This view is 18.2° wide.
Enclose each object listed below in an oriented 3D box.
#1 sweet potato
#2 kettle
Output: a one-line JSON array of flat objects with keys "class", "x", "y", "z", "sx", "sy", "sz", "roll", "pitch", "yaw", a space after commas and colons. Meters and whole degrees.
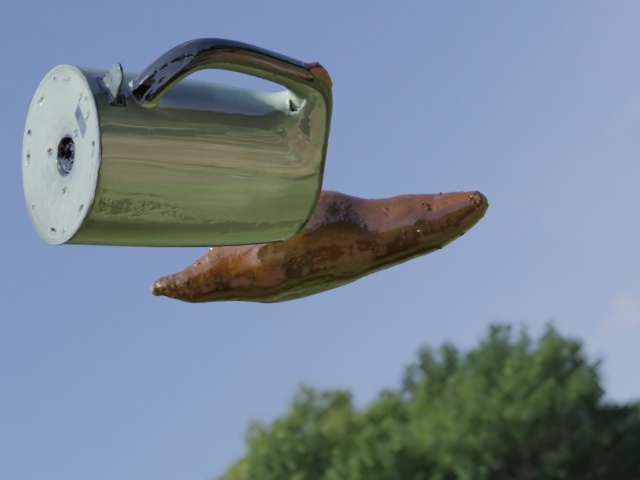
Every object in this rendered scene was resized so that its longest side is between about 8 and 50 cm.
[{"class": "sweet potato", "x": -0.005, "y": 0.002, "z": 2.083, "sx": 0.359, "sy": 0.112, "sz": 0.112, "roll": -16, "pitch": -19, "yaw": -4}, {"class": "kettle", "x": -0.119, "y": -0.090, "z": 1.845, "sx": 0.255, "sy": 0.165, "sz": 0.240, "roll": 4, "pitch": -46, "yaw": -31}]
